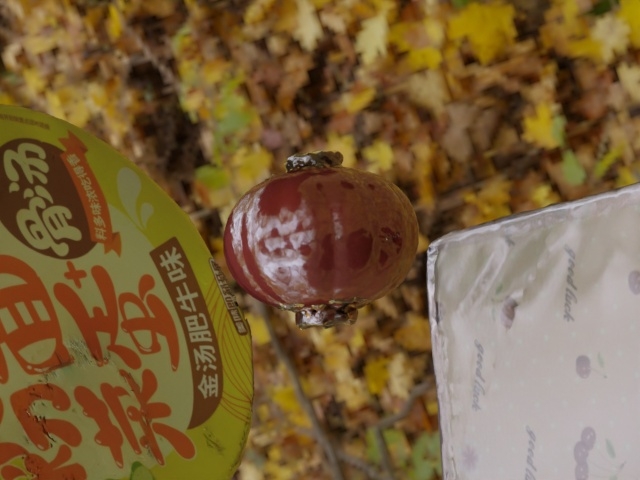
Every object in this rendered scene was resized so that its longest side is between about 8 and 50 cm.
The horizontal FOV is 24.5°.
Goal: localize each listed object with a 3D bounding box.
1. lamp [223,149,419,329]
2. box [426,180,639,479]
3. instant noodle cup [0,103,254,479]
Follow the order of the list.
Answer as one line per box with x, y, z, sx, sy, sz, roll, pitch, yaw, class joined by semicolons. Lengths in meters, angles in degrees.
0.000;0.000;0.755;0.101;0.101;0.090;122;143;-78;lamp
0.200;0.092;0.519;0.297;0.190;0.225;-17;72;58;box
-0.225;0.093;0.954;0.221;0.311;0.311;-34;72;37;instant noodle cup
